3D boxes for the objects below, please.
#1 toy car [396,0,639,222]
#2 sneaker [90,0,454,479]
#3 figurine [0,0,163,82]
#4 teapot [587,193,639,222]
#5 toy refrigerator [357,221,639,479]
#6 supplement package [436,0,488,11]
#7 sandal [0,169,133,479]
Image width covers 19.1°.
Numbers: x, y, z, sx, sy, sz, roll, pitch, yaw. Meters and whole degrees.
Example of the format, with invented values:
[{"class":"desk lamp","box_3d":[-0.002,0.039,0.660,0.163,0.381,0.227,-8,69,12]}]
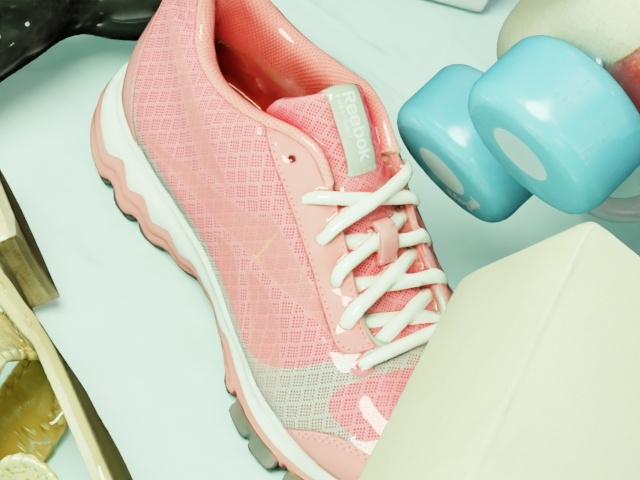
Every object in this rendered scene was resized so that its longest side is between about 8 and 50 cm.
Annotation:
[{"class":"toy car","box_3d":[0.202,-0.045,0.851,0.219,0.210,0.238,-44,98,-11]},{"class":"sneaker","box_3d":[-0.001,0.000,0.880,0.116,0.136,0.314,-21,62,-36]},{"class":"figurine","box_3d":[-0.185,-0.159,0.973,0.209,0.092,0.215,-19,55,-42]},{"class":"teapot","box_3d":[0.289,-0.052,1.037,0.256,0.187,0.252,27,15,31]},{"class":"toy refrigerator","box_3d":[0.063,0.133,0.755,0.094,0.102,0.269,37,60,-15]},{"class":"supplement package","box_3d":[0.043,-0.315,1.153,0.177,0.175,0.293,12,46,-13]},{"class":"sandal","box_3d":[-0.141,0.065,0.819,0.079,0.088,0.240,-25,52,-4]}]
